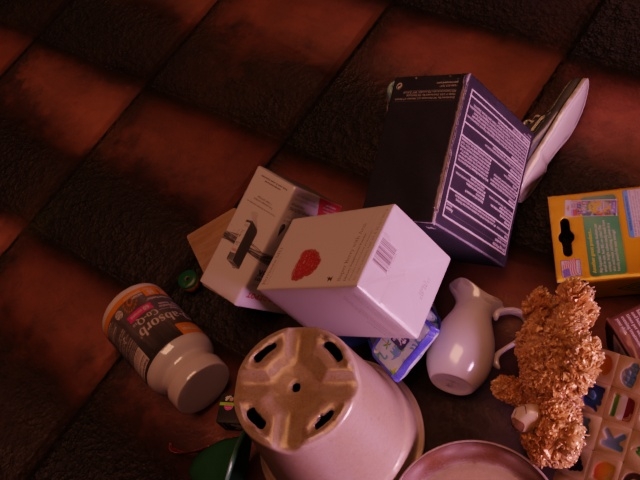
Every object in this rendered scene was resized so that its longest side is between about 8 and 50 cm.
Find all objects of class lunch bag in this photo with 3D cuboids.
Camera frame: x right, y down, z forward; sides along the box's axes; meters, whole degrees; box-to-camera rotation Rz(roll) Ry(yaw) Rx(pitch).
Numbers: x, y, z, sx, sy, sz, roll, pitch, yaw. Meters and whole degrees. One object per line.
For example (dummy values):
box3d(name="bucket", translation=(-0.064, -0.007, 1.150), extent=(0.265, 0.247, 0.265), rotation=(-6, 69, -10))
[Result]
box3d(name="lunch bag", translation=(0.162, 0.183, 1.569), extent=(0.129, 0.096, 0.151), rotation=(-55, 18, 13))

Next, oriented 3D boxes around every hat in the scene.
box3d(name="hat", translation=(-0.241, 0.423, 1.587), extent=(0.183, 0.208, 0.173), rotation=(13, 44, 8))

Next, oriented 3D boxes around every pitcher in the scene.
box3d(name="pitcher", translation=(0.303, 0.195, 1.596), extent=(0.178, 0.125, 0.207), rotation=(19, 58, 8))

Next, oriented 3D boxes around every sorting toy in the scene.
box3d(name="sorting toy", translation=(-0.214, 0.008, 1.920), extent=(0.274, 0.046, 0.132), rotation=(-31, 55, -1))

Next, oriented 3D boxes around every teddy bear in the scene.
box3d(name="teddy bear", translation=(0.395, 0.220, 1.456), extent=(0.245, 0.113, 0.338), rotation=(3, 69, 59))

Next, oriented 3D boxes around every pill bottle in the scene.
box3d(name="pill bottle", translation=(-0.326, 0.226, 1.757), extent=(0.162, 0.162, 0.278), rotation=(-45, 57, -10))

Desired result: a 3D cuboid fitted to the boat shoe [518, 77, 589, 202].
box3d(name="boat shoe", translation=(0.469, -0.232, 1.791), extent=(0.099, 0.116, 0.319), rotation=(28, 79, 29))

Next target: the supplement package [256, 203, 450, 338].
box3d(name="supplement package", translation=(0.056, 0.063, 1.551), extent=(0.293, 0.175, 0.177), rotation=(-7, 50, 50))

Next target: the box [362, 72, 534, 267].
box3d(name="box", translation=(0.254, -0.131, 1.638), extent=(0.183, 0.296, 0.294), rotation=(5, 76, 40))

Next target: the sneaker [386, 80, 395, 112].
box3d(name="sneaker", translation=(0.250, -0.270, 1.882), extent=(0.283, 0.122, 0.110), rotation=(34, 75, 32))

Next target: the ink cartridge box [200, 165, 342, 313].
box3d(name="ink cartridge box", translation=(-0.101, 0.007, 1.742), extent=(0.114, 0.197, 0.273), rotation=(32, 97, 31))

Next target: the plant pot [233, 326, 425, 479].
box3d(name="plant pot", translation=(-0.002, 0.315, 1.505), extent=(0.334, 0.305, 0.334), rotation=(-9, 58, 14))

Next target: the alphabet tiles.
box3d(name="alphabet tiles", translation=(0.511, 0.341, 1.380), extent=(0.342, 0.011, 0.285), rotation=(14, 88, 50))

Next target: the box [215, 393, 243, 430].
box3d(name="box", translation=(-0.160, 0.351, 1.692), extent=(0.083, 0.052, 0.062), rotation=(0, 60, 17))

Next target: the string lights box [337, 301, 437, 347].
box3d(name="string lights box", translation=(0.099, 0.133, 1.718), extent=(0.259, 0.077, 0.133), rotation=(-18, 57, 8))

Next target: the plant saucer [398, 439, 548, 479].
box3d(name="plant saucer", translation=(0.268, 0.505, 1.448), extent=(0.310, 0.050, 0.310), rotation=(-7, 59, 13))

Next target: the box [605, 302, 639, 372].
box3d(name="box", translation=(0.718, 0.159, 1.456), extent=(0.381, 0.143, 0.191), rotation=(-25, 55, 5))

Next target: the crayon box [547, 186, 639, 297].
box3d(name="crayon box", translation=(0.618, -0.002, 1.619), extent=(0.323, 0.083, 0.203), rotation=(-6, 59, 15))
